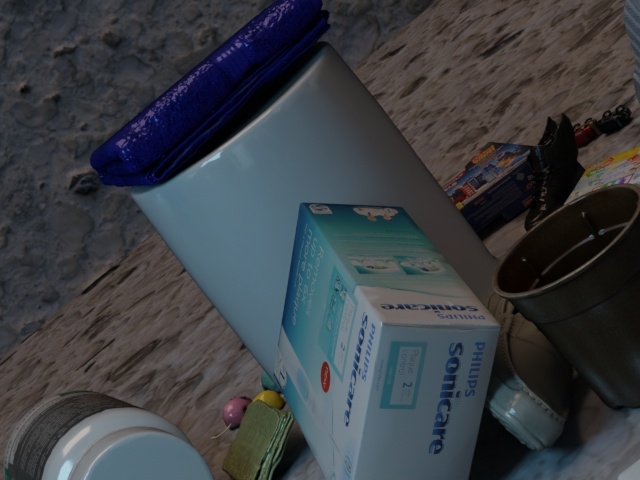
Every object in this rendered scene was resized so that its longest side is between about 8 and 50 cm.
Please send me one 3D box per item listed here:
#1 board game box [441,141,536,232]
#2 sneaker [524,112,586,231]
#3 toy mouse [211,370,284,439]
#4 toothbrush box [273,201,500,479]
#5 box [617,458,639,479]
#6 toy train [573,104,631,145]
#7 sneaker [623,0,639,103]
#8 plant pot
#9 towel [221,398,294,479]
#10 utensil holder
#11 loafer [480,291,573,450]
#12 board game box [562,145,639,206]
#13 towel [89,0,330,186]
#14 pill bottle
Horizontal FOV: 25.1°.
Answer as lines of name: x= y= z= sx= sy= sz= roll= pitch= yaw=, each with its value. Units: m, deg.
board game box: x=0.237 y=-0.074 z=2.070 sx=0.194 sy=0.060 sz=0.194 roll=-36 pitch=14 yaw=5
sneaker: x=0.300 y=-0.089 z=1.913 sx=0.051 sy=0.089 sz=0.170 roll=-18 pitch=24 yaw=52
toy mouse: x=-0.089 y=0.215 z=2.008 sx=0.161 sy=0.031 sz=0.143 roll=-35 pitch=15 yaw=10
toothbrush box: x=0.057 y=0.115 z=1.461 sx=0.126 sy=0.216 sz=0.295 roll=1 pitch=24 yaw=-18
box: x=0.394 y=0.135 z=0.875 sx=0.345 sy=0.168 sz=0.215 roll=-38 pitch=15 yaw=0
toy train: x=0.375 y=-0.152 z=2.056 sx=0.158 sy=0.027 sz=0.036 roll=-23 pitch=31 yaw=42
sneaker: x=0.472 y=-0.258 z=1.736 sx=0.180 sy=0.125 sz=0.321 roll=-32 pitch=-22 yaw=-2
plant pot: x=0.278 y=0.061 z=1.369 sx=0.167 sy=0.165 sz=0.167 roll=-35 pitch=14 yaw=10
towel: x=-0.077 y=0.257 z=1.802 sx=0.110 sy=0.027 sz=0.148 roll=-66 pitch=20 yaw=-9
utensil holder: x=0.000 y=0.000 z=1.762 sx=0.327 sy=0.385 sz=0.327 roll=-35 pitch=16 yaw=11
loafer: x=0.211 y=0.113 z=1.471 sx=0.111 sy=0.112 sz=0.319 roll=-43 pitch=13 yaw=13
board game box: x=0.386 y=-0.080 z=1.809 sx=0.154 sy=0.026 sz=0.103 roll=-22 pitch=22 yaw=45
towel: x=-0.129 y=-0.172 z=1.703 sx=0.308 sy=0.076 sz=0.227 roll=-42 pitch=9 yaw=-13
pill bottle: x=-0.269 y=0.304 z=1.819 sx=0.204 sy=0.204 sz=0.361 roll=-42 pitch=15 yaw=-18
